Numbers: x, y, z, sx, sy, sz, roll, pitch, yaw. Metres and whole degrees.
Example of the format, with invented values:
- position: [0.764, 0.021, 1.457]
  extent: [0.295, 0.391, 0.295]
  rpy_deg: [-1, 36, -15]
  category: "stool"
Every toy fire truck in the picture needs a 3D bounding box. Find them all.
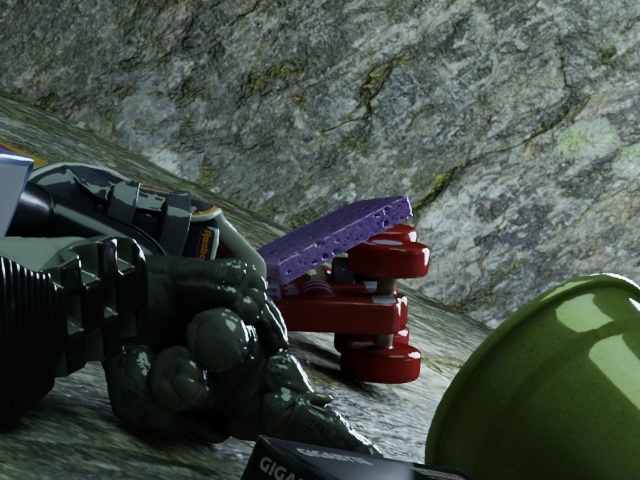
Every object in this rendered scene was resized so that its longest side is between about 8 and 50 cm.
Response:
- position: [-0.003, 0.068, 2.283]
  extent: [0.254, 0.169, 0.302]
  rpy_deg: [4, 9, -5]
  category: "toy fire truck"

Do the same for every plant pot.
- position: [0.278, 0.213, 1.648]
  extent: [0.276, 0.276, 0.254]
  rpy_deg: [20, 19, -50]
  category: "plant pot"

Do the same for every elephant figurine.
- position: [-0.074, 0.113, 1.538]
  extent: [0.169, 0.186, 0.239]
  rpy_deg: [-19, -31, 24]
  category: "elephant figurine"

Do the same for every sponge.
- position: [0.000, 0.000, 2.191]
  extent: [0.210, 0.031, 0.117]
  rpy_deg: [-27, 12, -32]
  category: "sponge"

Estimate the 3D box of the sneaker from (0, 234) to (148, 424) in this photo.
- position: [-0.258, 0.058, 1.321]
  extent: [0.146, 0.122, 0.330]
  rpy_deg: [3, 5, 19]
  category: "sneaker"

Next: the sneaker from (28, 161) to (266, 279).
- position: [-0.196, -0.007, 2.029]
  extent: [0.321, 0.126, 0.127]
  rpy_deg: [18, -7, -41]
  category: "sneaker"

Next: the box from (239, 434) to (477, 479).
- position: [0.126, 0.251, 1.370]
  extent: [0.293, 0.073, 0.295]
  rpy_deg: [30, 6, 36]
  category: "box"

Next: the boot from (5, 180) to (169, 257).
- position: [-0.283, -0.013, 1.822]
  extent: [0.246, 0.094, 0.207]
  rpy_deg: [27, -2, 14]
  category: "boot"

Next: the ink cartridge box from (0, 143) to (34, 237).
- position: [-0.481, -0.094, 1.552]
  extent: [0.395, 0.151, 0.270]
  rpy_deg: [25, 4, 12]
  category: "ink cartridge box"

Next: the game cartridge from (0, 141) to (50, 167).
- position: [-0.358, -0.060, 2.439]
  extent: [0.323, 0.053, 0.285]
  rpy_deg: [24, 4, 8]
  category: "game cartridge"
